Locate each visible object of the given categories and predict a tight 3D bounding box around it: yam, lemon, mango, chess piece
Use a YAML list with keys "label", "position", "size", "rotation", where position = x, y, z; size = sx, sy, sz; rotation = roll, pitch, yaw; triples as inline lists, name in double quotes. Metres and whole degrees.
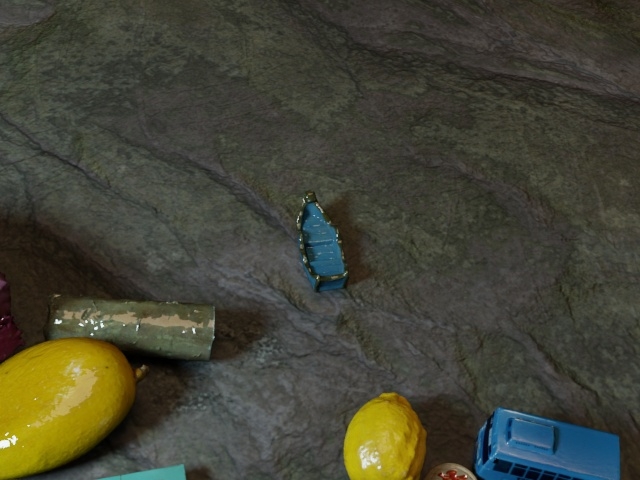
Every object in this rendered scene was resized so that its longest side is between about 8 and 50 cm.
- label: "yam"
  position: [-0.284, 0.129, 1.261]
  size: [0.259, 0.093, 0.093]
  rotation: [5, 46, -3]
- label: "lemon"
  position: [0.089, 0.277, 1.155]
  size: [0.114, 0.114, 0.155]
  rotation: [10, 50, 2]
- label: "mango"
  position: [-0.384, 0.227, 1.138]
  size: [0.316, 0.119, 0.176]
  rotation: [-24, 55, -19]
- label: "chess piece"
  position: [0.178, 0.345, 1.157]
  size: [0.083, 0.038, 0.084]
  rotation: [5, 45, -5]

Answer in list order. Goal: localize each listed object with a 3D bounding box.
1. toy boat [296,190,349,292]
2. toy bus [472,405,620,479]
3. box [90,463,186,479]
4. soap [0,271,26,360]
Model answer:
- label: "toy boat"
  position: [0.000, 0.000, 1.431]
  size: [0.075, 0.077, 0.186]
  rotation: [-5, 48, -11]
- label: "toy bus"
  position: [0.311, 0.299, 1.173]
  size: [0.184, 0.106, 0.090]
  rotation: [13, 49, 4]
- label: "box"
  position: [-0.273, 0.377, 1.062]
  size: [0.229, 0.041, 0.162]
  rotation: [-7, 48, -15]
- label: "soap"
  position: [-0.557, 0.062, 1.193]
  size: [0.324, 0.220, 0.127]
  rotation: [36, 45, 29]
